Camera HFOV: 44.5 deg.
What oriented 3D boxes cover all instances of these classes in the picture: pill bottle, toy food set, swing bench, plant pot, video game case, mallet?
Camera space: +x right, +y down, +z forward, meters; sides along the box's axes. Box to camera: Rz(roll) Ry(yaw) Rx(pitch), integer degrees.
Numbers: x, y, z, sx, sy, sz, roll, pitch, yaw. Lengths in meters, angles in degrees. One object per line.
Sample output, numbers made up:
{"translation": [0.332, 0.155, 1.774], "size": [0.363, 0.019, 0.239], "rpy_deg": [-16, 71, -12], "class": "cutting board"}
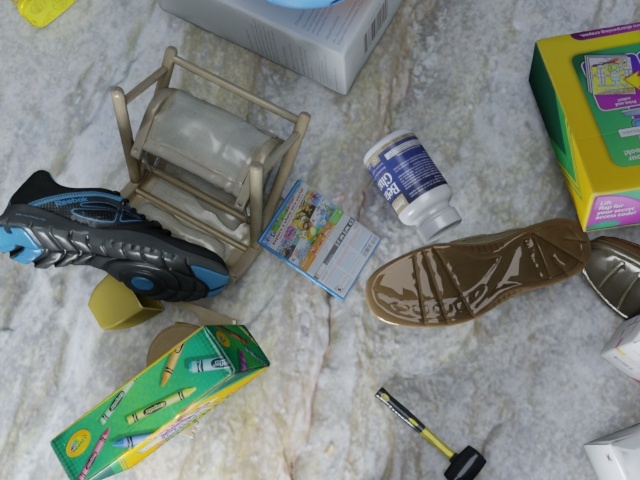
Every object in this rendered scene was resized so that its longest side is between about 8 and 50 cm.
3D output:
{"translation": [0.148, -0.083, 1.231], "size": [0.094, 0.094, 0.169], "rpy_deg": [-31, 76, -4], "class": "pill bottle"}
{"translation": [-0.208, 0.193, 1.220], "size": [0.132, 0.038, 0.192], "rpy_deg": [21, 89, 14], "class": "toy food set"}
{"translation": [-0.182, -0.113, 1.205], "size": [0.253, 0.255, 0.165], "rpy_deg": [28, 45, 9], "class": "swing bench"}
{"translation": [-0.313, 0.098, 1.226], "size": [0.083, 0.081, 0.082], "rpy_deg": [-35, 77, 7], "class": "plant pot"}
{"translation": [0.000, 0.000, 1.225], "size": [0.166, 0.015, 0.119], "rpy_deg": [36, 80, -15], "class": "video game case"}
{"translation": [0.153, 0.297, 1.171], "size": [0.189, 0.039, 0.062], "rpy_deg": [32, 82, 15], "class": "mallet"}

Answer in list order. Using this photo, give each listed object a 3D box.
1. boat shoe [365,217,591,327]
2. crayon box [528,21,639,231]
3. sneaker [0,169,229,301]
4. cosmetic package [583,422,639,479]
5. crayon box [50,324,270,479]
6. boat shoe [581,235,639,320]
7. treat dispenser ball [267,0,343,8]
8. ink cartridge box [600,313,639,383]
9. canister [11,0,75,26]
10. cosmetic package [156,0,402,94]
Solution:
{"translation": [0.232, 0.054, 1.187], "size": [0.340, 0.110, 0.122], "rpy_deg": [-13, 87, -3], "class": "boat shoe"}
{"translation": [0.537, -0.190, 1.184], "size": [0.362, 0.106, 0.313], "rpy_deg": [-9, 58, 2], "class": "crayon box"}
{"translation": [-0.293, -0.013, 1.155], "size": [0.340, 0.125, 0.140], "rpy_deg": [18, 49, -9], "class": "sneaker"}
{"translation": [0.584, 0.308, 1.077], "size": [0.365, 0.155, 0.197], "rpy_deg": [-19, 75, 0], "class": "cosmetic package"}
{"translation": [-0.222, 0.229, 1.114], "size": [0.278, 0.165, 0.081], "rpy_deg": [-37, 78, 7], "class": "crayon box"}
{"translation": [0.538, 0.083, 1.171], "size": [0.307, 0.111, 0.104], "rpy_deg": [36, 52, 18], "class": "boat shoe"}
{"translation": [-0.022, -0.471, 1.083], "size": [0.288, 0.288, 0.288], "rpy_deg": [-1, 76, 3], "class": "treat dispenser ball"}
{"translation": [0.484, 0.159, 1.096], "size": [0.115, 0.198, 0.067], "rpy_deg": [36, 81, 11], "class": "ink cartridge box"}
{"translation": [-0.517, -0.477, 1.383], "size": [0.126, 0.073, 0.170], "rpy_deg": [-43, 76, -7], "class": "canister"}
{"translation": [-0.078, -0.433, 1.303], "size": [0.384, 0.156, 0.217], "rpy_deg": [28, 79, 11], "class": "cosmetic package"}
